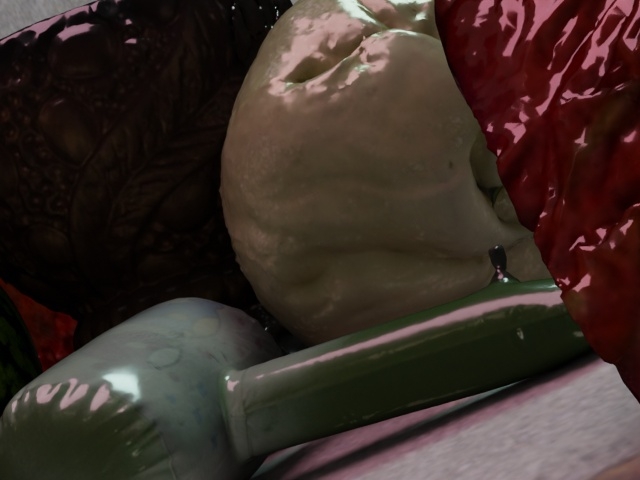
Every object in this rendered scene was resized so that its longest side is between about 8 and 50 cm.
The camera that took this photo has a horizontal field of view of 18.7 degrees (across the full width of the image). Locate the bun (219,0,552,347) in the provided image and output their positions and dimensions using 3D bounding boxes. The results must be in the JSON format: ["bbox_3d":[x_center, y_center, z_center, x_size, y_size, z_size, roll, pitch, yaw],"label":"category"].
[{"bbox_3d":[0.071,-0.053,1.169,0.259,0.259,0.160,-29,5,-36],"label":"bun"}]

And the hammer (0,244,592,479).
[{"bbox_3d":[0.000,0.072,1.025,0.335,0.119,0.206,-19,8,22],"label":"hammer"}]

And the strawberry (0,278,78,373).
[{"bbox_3d":[-0.137,0.042,1.561,0.291,0.310,0.292,-37,-23,-18],"label":"strawberry"}]

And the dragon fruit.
[{"bbox_3d":[0.196,-0.041,0.764,0.302,0.240,0.330,-12,36,32],"label":"dragon fruit"}]

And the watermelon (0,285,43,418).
[{"bbox_3d":[-0.305,0.117,1.170,0.285,0.285,0.285,-27,3,2],"label":"watermelon"}]

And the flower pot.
[{"bbox_3d":[-0.102,-0.005,1.282,0.266,0.267,0.266,-19,-6,-2],"label":"flower pot"}]
